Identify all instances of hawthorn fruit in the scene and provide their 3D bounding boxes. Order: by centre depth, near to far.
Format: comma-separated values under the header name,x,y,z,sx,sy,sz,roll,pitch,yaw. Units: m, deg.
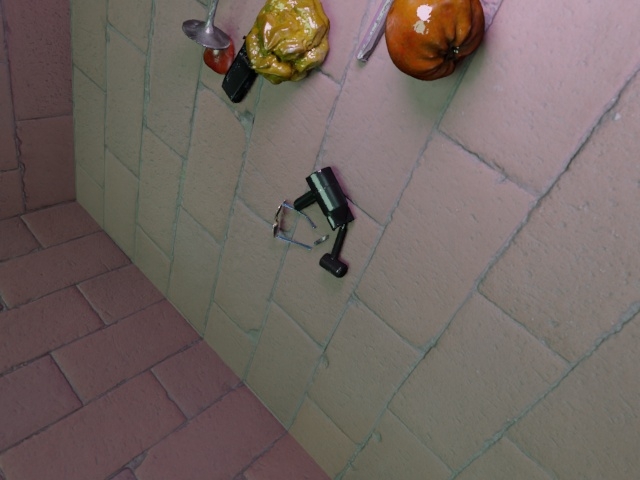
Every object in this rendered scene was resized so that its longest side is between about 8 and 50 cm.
name,x,y,z,sx,sy,sz,roll,pitch,yaw
hawthorn fruit,0.305,-0.625,1.308,0.277,0.276,0.298,-54,51,41

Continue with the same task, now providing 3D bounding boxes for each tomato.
name,x,y,z,sx,sy,sz,roll,pitch,yaw
tomato,-0.465,-0.834,2.022,0.166,0.082,0.174,42,131,23

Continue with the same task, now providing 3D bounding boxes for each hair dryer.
name,x,y,z,sx,sy,sz,roll,pitch,yaw
hair dryer,-0.007,-0.146,1.917,0.302,0.116,0.245,-23,92,56
hair dryer,0.085,0.035,1.939,0.114,0.070,0.248,34,119,28

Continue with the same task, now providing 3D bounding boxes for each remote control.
name,x,y,z,sx,sy,sz,roll,pitch,yaw
remote control,-0.312,-0.754,1.934,0.145,0.062,0.399,55,134,8

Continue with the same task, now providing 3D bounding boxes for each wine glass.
name,x,y,z,sx,sy,sz,roll,pitch,yaw
wine glass,-0.392,-0.976,1.765,0.267,0.267,0.406,47,133,16

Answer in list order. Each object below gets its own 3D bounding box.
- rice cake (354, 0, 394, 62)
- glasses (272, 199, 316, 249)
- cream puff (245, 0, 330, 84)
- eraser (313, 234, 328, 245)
name,x,y,z,sx,sy,sz,roll,pitch,yaw
rice cake,0.191,-0.715,1.506,0.049,0.055,0.270,51,136,19
glasses,-0.132,-0.055,2.064,0.220,0.088,0.190,33,127,27
cream puff,-0.139,-0.733,1.641,0.324,0.257,0.291,-22,101,39
eraser,0.000,0.000,2.012,0.099,0.027,0.019,-29,87,46
